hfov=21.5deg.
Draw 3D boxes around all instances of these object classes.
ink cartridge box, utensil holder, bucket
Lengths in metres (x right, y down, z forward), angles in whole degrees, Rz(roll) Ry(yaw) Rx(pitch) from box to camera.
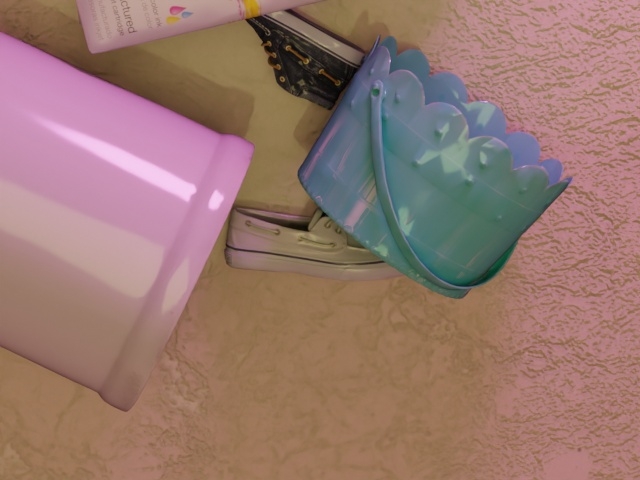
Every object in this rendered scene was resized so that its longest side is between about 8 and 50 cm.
[{"bbox_3d":[-0.123,-0.345,1.806,0.306,0.131,0.226,-12,105,5],"label":"ink cartridge box"},{"bbox_3d":[-0.313,-0.040,1.839,0.385,0.327,0.328,25,102,-7],"label":"utensil holder"},{"bbox_3d":[0.122,-0.077,1.883,0.281,0.281,0.183,34,104,-10],"label":"bucket"}]

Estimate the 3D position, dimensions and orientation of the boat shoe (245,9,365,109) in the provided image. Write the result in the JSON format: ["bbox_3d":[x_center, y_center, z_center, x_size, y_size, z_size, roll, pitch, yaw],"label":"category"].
[{"bbox_3d":[-0.045,-0.222,1.936,0.183,0.065,0.083,28,102,-9],"label":"boat shoe"}]

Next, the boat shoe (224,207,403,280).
[{"bbox_3d":[0.000,0.000,1.983,0.226,0.083,0.076,2,105,-2],"label":"boat shoe"}]

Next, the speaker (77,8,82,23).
[{"bbox_3d":[-0.256,-0.313,1.910,0.055,0.055,0.136,-7,104,-1],"label":"speaker"}]
